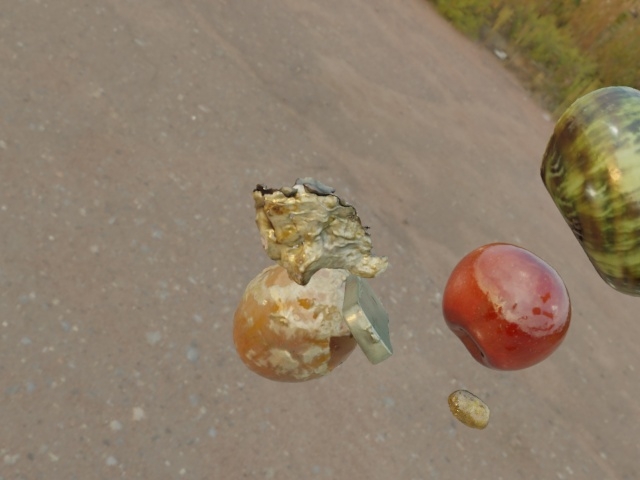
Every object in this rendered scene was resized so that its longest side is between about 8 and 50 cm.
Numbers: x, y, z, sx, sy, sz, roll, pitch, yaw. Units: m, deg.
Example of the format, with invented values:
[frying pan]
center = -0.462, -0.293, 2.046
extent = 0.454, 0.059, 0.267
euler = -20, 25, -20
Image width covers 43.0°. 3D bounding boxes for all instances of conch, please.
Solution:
[conch]
center = 0.301, -0.038, 0.724
extent = 0.182, 0.187, 0.124
euler = -8, 24, -28

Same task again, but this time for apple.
[apple]
center = 0.373, 0.139, 1.646
extent = 0.260, 0.216, 0.260
euler = 45, -13, 13

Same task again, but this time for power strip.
[power strip]
center = 0.059, 0.094, 1.044
extent = 0.080, 0.029, 0.227
euler = 57, 8, -7

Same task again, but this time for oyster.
[oyster]
center = 0.000, 0.000, 1.012
extent = 0.191, 0.163, 0.081
euler = 13, 50, -11

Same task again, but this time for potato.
[potato]
center = 0.249, 0.283, 1.363
extent = 0.083, 0.051, 0.040
euler = 40, -9, -10

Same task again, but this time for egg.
[egg]
center = -0.035, 0.126, 1.265
extent = 0.195, 0.233, 0.195
euler = 44, 18, -19
